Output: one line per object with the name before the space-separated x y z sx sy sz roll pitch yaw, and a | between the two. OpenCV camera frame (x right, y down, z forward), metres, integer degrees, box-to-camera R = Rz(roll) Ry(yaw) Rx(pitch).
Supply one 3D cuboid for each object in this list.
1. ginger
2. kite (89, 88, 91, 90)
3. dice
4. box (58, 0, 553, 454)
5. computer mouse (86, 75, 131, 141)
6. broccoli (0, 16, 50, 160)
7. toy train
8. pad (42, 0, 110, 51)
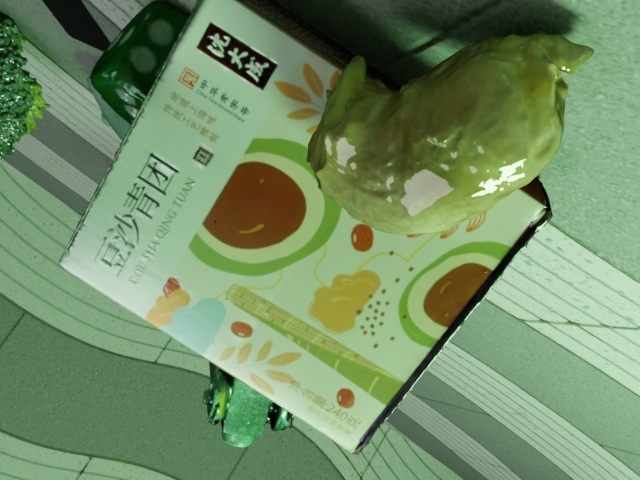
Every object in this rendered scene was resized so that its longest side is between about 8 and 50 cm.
ginger | 0.098 -0.086 0.693 0.267 0.138 0.152 -11 114 26
kite | -0.320 -0.217 1.510 0.250 0.012 0.229 28 166 11
dice | -0.197 -0.209 1.040 0.128 0.131 0.120 41 161 -25
box | -0.022 -0.017 0.881 0.385 0.344 0.122 33 -158 -2
computer mouse | -0.270 -0.177 1.354 0.288 0.097 0.159 22 163 29
broccoli | -0.647 -0.295 1.525 0.397 0.274 0.353 130 127 -69
toy train | -0.109 0.149 1.447 0.160 0.397 0.253 9 -159 -15
pad | -0.369 -0.334 1.243 0.112 0.003 0.157 26 165 22
